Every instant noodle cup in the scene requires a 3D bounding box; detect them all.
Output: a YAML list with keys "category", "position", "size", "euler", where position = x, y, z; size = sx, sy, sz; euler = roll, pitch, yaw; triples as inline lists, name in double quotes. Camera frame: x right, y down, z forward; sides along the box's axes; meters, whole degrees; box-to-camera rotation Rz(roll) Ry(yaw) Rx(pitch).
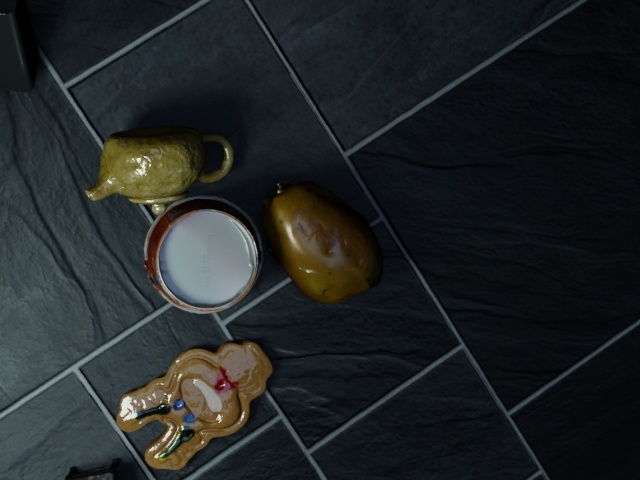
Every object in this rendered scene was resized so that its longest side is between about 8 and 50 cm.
- category: "instant noodle cup"
  position: [-0.230, 0.032, 1.752]
  size: [0.250, 0.192, 0.250]
  euler: [0, 92, -9]

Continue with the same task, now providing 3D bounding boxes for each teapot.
- category: "teapot"
  position: [-0.312, -0.134, 1.736]
  size: [0.311, 0.203, 0.167]
  euler: [-13, 107, -31]

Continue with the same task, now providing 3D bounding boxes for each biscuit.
- category: "biscuit"
  position: [-0.252, 0.330, 1.837]
  size: [0.334, 0.047, 0.202]
  euler: [-33, 97, -7]

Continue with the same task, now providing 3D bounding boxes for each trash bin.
- category: "trash bin"
  position: [-0.624, -0.389, 1.640]
  size: [0.165, 0.225, 0.115]
  euler: [5, 65, -9]

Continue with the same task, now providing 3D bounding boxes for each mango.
- category: "mango"
  position: [0.000, 0.000, 1.810]
  size: [0.287, 0.152, 0.201]
  euler: [43, 75, -11]

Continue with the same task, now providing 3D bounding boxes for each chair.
- category: "chair"
  position: [-0.456, 0.517, 1.722]
  size: [0.113, 0.229, 0.106]
  euler: [-8, 94, -6]
